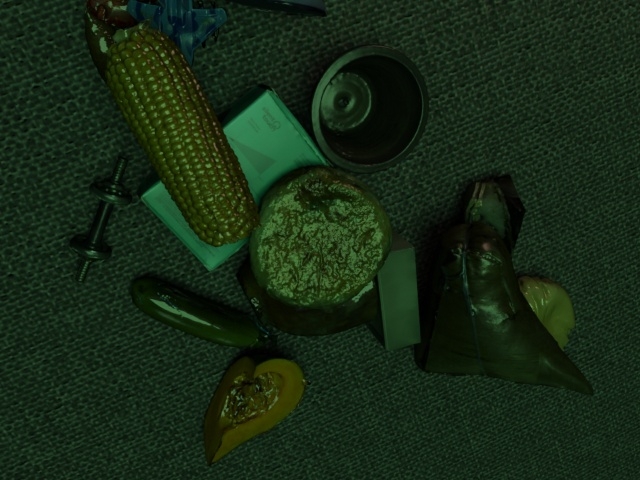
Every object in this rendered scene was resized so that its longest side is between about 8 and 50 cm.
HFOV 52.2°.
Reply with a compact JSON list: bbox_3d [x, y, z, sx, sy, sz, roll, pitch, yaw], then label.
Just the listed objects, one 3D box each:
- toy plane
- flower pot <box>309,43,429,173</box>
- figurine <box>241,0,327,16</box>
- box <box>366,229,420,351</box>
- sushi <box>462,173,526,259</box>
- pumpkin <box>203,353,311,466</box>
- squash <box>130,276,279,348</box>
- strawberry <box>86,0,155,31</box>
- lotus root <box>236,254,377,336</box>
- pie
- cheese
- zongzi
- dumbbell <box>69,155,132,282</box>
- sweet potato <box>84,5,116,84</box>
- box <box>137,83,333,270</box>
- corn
[{"bbox_3d":[-0.246,-0.347,1.145,0.169,0.078,0.246,4,136,-1],"label":"toy plane"},{"bbox_3d":[0.068,-0.256,1.246,0.235,0.148,0.235,-7,111,-19],"label":"flower pot"},{"bbox_3d":[-0.033,-0.574,1.056,0.277,0.248,0.388,-11,114,-56],"label":"figurine"},{"bbox_3d":[0.145,0.105,1.406,0.086,0.129,0.225,-13,111,-13],"label":"box"},{"bbox_3d":[0.364,-0.002,1.458,0.109,0.134,0.273,1,127,-1],"label":"sushi"},{"bbox_3d":[-0.140,0.354,1.432,0.163,0.111,0.278,19,102,-36],"label":"pumpkin"},{"bbox_3d":[-0.233,0.161,1.337,0.331,0.087,0.087,26,99,-25],"label":"squash"},{"bbox_3d":[-0.335,-0.421,1.121,0.152,0.048,0.104,-46,118,6],"label":"strawberry"},{"bbox_3d":[-0.032,0.079,1.338,0.260,0.149,0.267,-15,109,-12],"label":"lotus root"},{"bbox_3d":[0.000,0.000,1.223,0.277,0.078,0.277,-3,104,-11],"label":"pie"},{"bbox_3d":[0.507,0.194,1.564,0.226,0.117,0.214,38,91,-30],"label":"cheese"},{"bbox_3d":[0.407,0.148,1.366,0.393,0.174,0.356,11,122,14],"label":"zongzi"},{"bbox_3d":[-0.407,-0.037,1.214,0.082,0.081,0.254,19,103,-22],"label":"dumbbell"},{"bbox_3d":[-0.339,-0.286,1.157,0.075,0.075,0.269,-37,124,-2],"label":"sweet potato"},{"bbox_3d":[-0.163,-0.121,1.239,0.311,0.118,0.205,-41,117,0],"label":"box"},{"bbox_3d":[-0.230,-0.169,1.080,0.144,0.144,0.387,-26,95,-7],"label":"corn"}]
